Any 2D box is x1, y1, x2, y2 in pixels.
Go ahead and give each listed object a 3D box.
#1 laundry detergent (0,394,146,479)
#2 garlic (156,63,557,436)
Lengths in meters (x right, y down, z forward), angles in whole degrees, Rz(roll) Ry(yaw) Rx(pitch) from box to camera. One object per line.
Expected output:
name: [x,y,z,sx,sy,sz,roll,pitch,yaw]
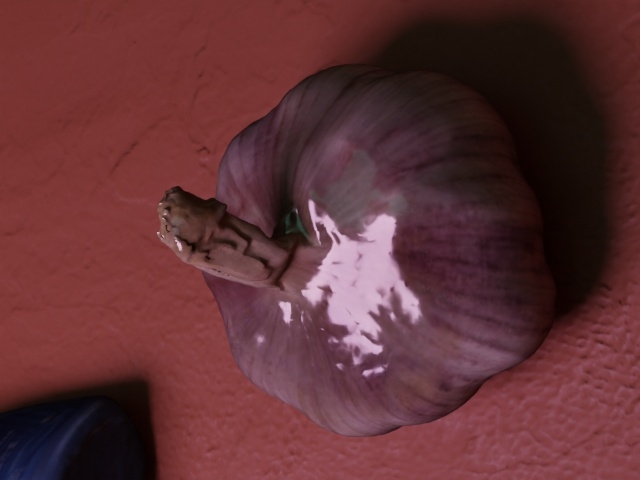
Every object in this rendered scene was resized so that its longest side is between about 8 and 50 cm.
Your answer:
laundry detergent: [-0.275,0.188,1.403,0.290,0.094,0.143,-8,41,31]
garlic: [0.000,0.000,1.180,0.245,0.253,0.245,-4,83,40]
